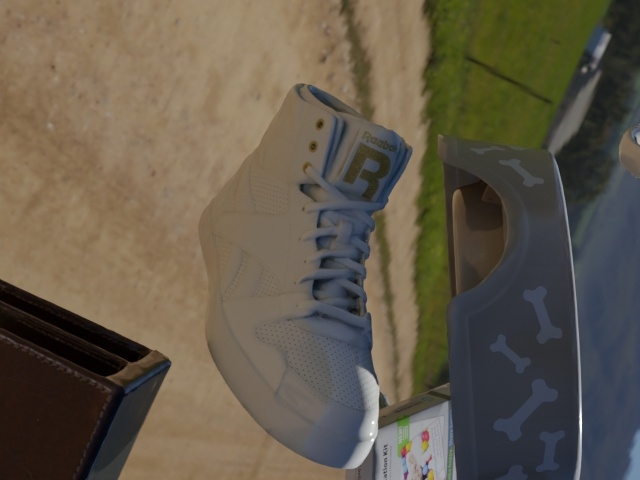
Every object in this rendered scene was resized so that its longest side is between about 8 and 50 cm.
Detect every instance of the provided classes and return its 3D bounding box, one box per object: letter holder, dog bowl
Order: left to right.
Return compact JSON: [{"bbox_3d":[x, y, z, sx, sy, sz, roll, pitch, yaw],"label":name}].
[{"bbox_3d":[-0.274,0.182,0.779,0.152,0.214,0.301,-20,135,-85],"label":"letter holder"},{"bbox_3d":[0.164,0.075,0.987,0.349,0.102,0.348,-3,90,-84],"label":"dog bowl"}]

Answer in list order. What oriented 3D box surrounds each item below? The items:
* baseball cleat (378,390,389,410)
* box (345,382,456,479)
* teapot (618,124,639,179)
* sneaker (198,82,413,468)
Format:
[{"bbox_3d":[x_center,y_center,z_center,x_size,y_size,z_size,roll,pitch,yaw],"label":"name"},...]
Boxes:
[{"bbox_3d":[0.046,0.226,1.373,0.206,0.109,0.072,-163,-103,-69],"label":"baseball cleat"},{"bbox_3d":[0.096,0.238,1.150,0.186,0.038,0.145,-9,104,-48],"label":"box"},{"bbox_3d":[0.397,-0.045,0.815,0.256,0.252,0.187,-36,180,32],"label":"teapot"},{"bbox_3d":[0.000,0.000,0.756,0.169,0.108,0.292,-56,-147,23],"label":"sneaker"}]
